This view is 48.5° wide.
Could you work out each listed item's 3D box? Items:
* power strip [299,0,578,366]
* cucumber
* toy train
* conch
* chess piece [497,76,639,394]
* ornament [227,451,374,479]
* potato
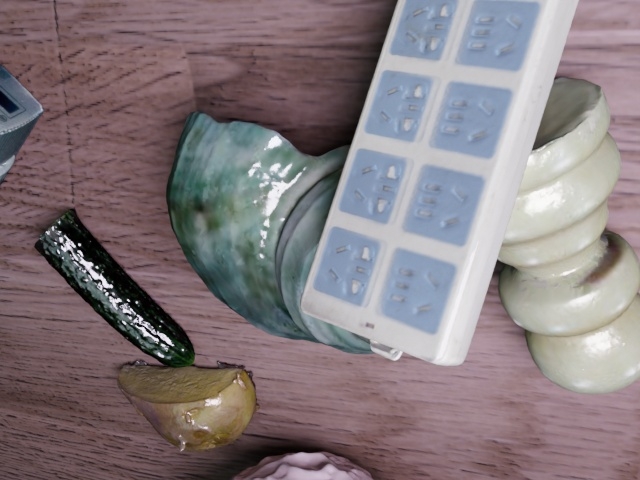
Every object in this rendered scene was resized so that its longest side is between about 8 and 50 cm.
[{"bbox_3d":[0.087,-0.104,0.439,0.106,0.043,0.367,17,89,33],"label":"power strip"},{"bbox_3d":[-0.217,0.062,0.773,0.058,0.052,0.214,-41,100,6],"label":"cucumber"},{"bbox_3d":[-0.435,-0.025,0.793,0.089,0.086,0.409,43,125,-6],"label":"toy train"},{"bbox_3d":[0.000,0.000,0.576,0.277,0.195,0.220,48,168,44],"label":"conch"},{"bbox_3d":[0.181,0.013,0.541,0.133,0.133,0.243,-15,118,29],"label":"chess piece"},{"bbox_3d":[-0.027,0.340,0.720,0.225,0.259,0.259,41,125,3],"label":"ornament"},{"bbox_3d":[-0.160,0.199,0.799,0.172,0.089,0.100,0,119,21],"label":"potato"}]
